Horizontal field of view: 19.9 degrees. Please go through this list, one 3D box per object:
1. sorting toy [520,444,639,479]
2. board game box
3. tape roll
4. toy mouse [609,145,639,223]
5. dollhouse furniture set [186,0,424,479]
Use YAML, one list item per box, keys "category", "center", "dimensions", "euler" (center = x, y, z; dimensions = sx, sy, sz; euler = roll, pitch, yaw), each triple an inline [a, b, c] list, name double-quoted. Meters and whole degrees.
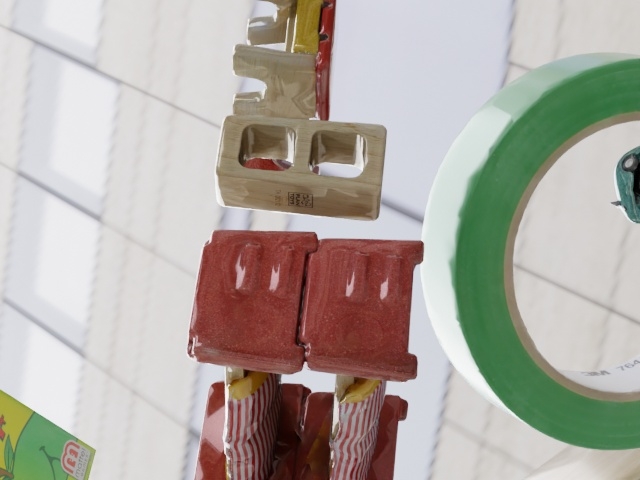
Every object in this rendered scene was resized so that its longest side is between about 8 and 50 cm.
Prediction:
- category: "sorting toy"
  center: [0.254, 0.226, 1.661]
  dimensions: [0.274, 0.132, 0.046]
  euler: [-36, -74, -1]
- category: "board game box"
  center: [-0.207, 0.123, 1.012]
  dimensions: [0.181, 0.043, 0.092]
  euler: [41, -128, -43]
- category: "tape roll"
  center: [0.241, 0.008, 1.495]
  dimensions: [0.321, 0.077, 0.321]
  euler: [-4, -79, -19]
- category: "toy mouse"
  center: [0.264, -0.040, 1.407]
  dimensions: [0.161, 0.031, 0.143]
  euler: [-25, -82, -41]
- category: "dollhouse furniture set"
  center: [0.000, 0.000, 1.358]
  dimensions: [0.201, 0.152, 0.374]
  euler: [92, -177, -52]
